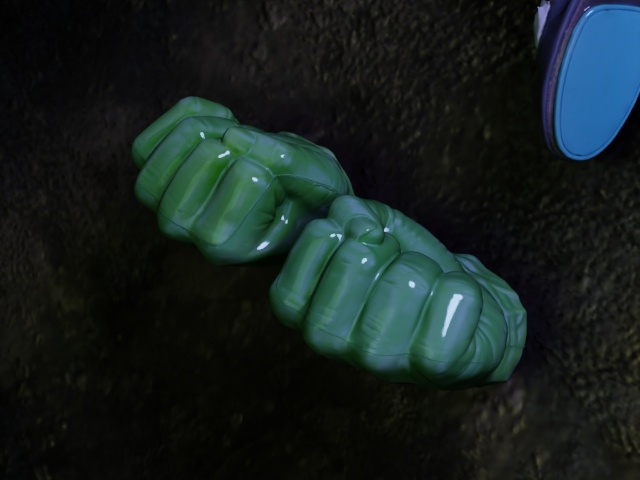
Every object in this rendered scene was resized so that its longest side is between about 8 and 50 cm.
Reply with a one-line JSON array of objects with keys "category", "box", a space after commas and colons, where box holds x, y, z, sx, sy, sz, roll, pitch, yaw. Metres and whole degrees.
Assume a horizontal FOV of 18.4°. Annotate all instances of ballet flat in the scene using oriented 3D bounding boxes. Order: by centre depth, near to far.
[{"category": "ballet flat", "box": [0.165, -0.148, 1.155, 0.074, 0.074, 0.203, 26, 111, 33]}]

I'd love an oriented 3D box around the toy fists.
[{"category": "toy fists", "box": [0.000, 0.000, 1.221, 0.279, 0.142, 0.096, 38, 111, 30]}]
